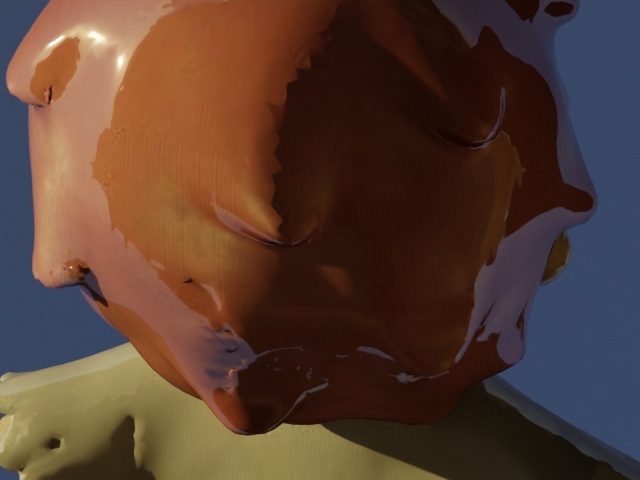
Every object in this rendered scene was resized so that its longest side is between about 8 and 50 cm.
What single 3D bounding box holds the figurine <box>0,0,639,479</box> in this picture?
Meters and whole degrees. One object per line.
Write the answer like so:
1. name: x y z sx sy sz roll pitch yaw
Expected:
1. figurine: 0.000 0.000 0.543 0.207 0.166 0.387 9 -56 19
